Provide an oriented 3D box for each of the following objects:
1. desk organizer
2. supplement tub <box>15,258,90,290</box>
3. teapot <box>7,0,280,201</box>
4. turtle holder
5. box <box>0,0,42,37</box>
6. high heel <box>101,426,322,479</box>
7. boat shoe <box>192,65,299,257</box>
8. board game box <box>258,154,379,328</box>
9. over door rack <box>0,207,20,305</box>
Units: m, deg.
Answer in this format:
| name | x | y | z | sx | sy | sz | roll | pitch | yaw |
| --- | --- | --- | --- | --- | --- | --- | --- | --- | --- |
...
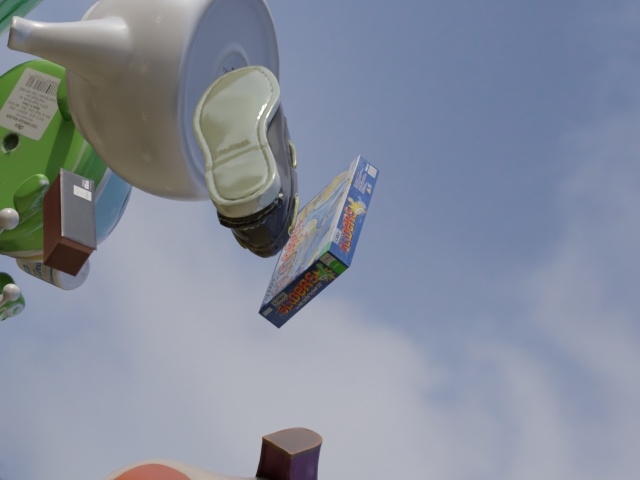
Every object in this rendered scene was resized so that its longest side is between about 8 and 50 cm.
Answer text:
| name | x | y | z | sx | sy | sz | roll | pitch | yaw |
| --- | --- | --- | --- | --- | --- | --- | --- | --- | --- |
| desk organizer | -0.298 | -0.022 | 2.069 | 0.050 | 0.047 | 0.130 | -52 | -151 | 29 |
| supplement tub | -0.415 | 0.031 | 2.709 | 0.107 | 0.071 | 0.071 | 19 | -53 | 40 |
| teapot | -0.165 | -0.161 | 1.739 | 0.187 | 0.252 | 0.256 | 8 | -50 | 25 |
| turtle holder | -0.359 | -0.063 | 2.263 | 0.243 | 0.227 | 0.320 | -11 | -118 | 23 |
| box | -0.557 | -0.386 | 2.541 | 0.231 | 0.262 | 0.127 | 39 | -29 | 4 |
| high heel | -0.147 | 0.364 | 2.210 | 0.127 | 0.377 | 0.181 | 32 | -57 | 46 |
| boat shoe | -0.062 | -0.071 | 1.509 | 0.228 | 0.081 | 0.069 | -95 | 164 | -54 |
| board game box | 0.000 | 0.000 | 2.088 | 0.035 | 0.201 | 0.136 | 38 | -55 | -14 |
| over door rack | -0.376 | 0.025 | 1.630 | 0.108 | 0.239 | 0.324 | -4 | -47 | 16 |
